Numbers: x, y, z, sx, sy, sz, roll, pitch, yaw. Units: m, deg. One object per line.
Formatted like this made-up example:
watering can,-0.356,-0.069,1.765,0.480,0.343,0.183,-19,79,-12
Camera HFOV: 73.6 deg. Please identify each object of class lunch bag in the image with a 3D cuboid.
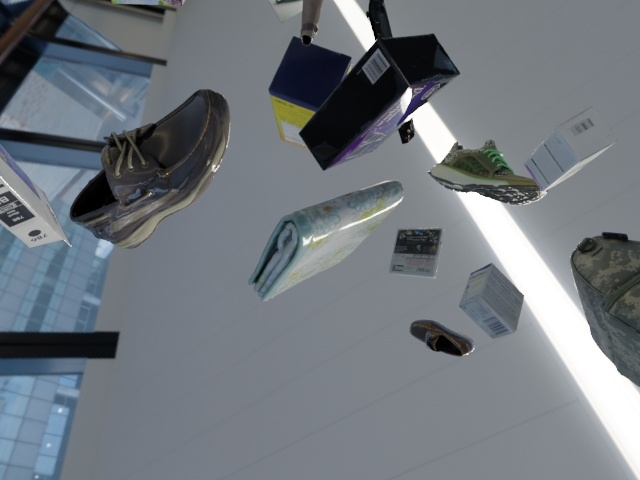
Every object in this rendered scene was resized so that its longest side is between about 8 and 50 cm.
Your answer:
lunch bag,0.704,0.151,0.955,0.212,0.305,0.256,-36,-149,-2

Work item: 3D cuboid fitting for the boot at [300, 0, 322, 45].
boot,-0.019,-0.434,0.821,0.042,0.118,0.087,11,-91,3

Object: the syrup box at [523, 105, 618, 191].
syrup box,0.583,-0.208,1.020,0.093,0.237,0.096,-29,-102,3

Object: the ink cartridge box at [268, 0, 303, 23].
ink cartridge box,-0.027,-0.633,0.983,0.238,0.060,0.275,-27,-176,10

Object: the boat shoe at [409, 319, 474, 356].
boat shoe,0.316,0.263,1.156,0.183,0.066,0.066,10,-72,40

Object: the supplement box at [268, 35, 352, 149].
supplement box,-0.026,-0.452,1.405,0.194,0.356,0.195,22,-100,5

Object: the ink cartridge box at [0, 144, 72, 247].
ink cartridge box,-0.573,-0.099,0.775,0.065,0.333,0.165,-31,-107,-19

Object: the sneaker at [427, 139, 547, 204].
sneaker,0.528,-0.237,1.356,0.410,0.158,0.182,27,-85,51

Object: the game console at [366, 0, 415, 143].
game console,0.168,-0.416,1.011,0.043,0.361,0.213,-10,-122,17

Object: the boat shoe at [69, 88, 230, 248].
boat shoe,-0.282,-0.106,0.685,0.355,0.130,0.132,-40,-124,25

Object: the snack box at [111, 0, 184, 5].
snack box,-0.498,-0.765,1.263,0.206,0.070,0.175,2,-129,-1

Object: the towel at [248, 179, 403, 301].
towel,0.000,0.000,1.067,0.090,0.320,0.374,56,-35,12

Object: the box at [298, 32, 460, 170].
box,0.107,-0.262,0.827,0.184,0.103,0.261,-32,177,-41

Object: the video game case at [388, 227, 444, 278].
video game case,0.334,0.041,1.503,0.190,0.022,0.173,1,-106,49

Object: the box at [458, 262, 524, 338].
box,0.432,0.151,1.076,0.072,0.126,0.137,-41,-174,48
